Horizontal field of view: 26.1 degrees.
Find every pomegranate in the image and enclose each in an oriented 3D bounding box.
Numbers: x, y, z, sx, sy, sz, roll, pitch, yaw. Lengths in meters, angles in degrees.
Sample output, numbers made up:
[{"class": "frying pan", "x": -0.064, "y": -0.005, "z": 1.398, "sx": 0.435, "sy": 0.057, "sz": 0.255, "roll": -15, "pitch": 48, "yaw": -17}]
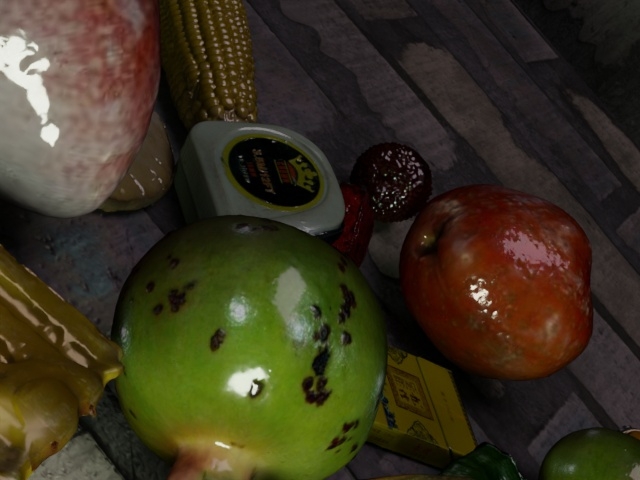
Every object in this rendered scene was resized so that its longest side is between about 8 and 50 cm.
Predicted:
[{"class": "pomegranate", "x": 0.351, "y": 0.333, "z": 1.769, "sx": 0.210, "sy": 0.179, "sz": 0.179, "roll": -20, "pitch": 69, "yaw": -49}, {"class": "pomegranate", "x": -0.066, "y": 0.130, "z": 1.294, "sx": 0.290, "sy": 0.291, "sz": 0.323, "roll": 36, "pitch": 28, "yaw": -22}]

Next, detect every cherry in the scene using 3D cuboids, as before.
[{"class": "cherry", "x": -0.319, "y": -0.197, "z": 1.353, "sx": 0.326, "sy": 0.335, "sz": 0.291, "roll": 4, "pitch": 27, "yaw": 11}]

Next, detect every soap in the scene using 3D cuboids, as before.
[{"class": "soap", "x": -0.323, "y": 0.085, "z": 1.116, "sx": 0.281, "sy": 0.143, "sz": 0.259, "roll": 45, "pitch": 22, "yaw": -6}]

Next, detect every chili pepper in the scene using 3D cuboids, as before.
[{"class": "chili pepper", "x": 0.163, "y": 0.318, "z": 1.573, "sx": 0.270, "sy": 0.099, "sz": 0.136, "roll": -6, "pitch": 87, "yaw": -58}]

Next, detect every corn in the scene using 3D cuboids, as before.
[{"class": "corn", "x": -0.155, "y": -0.253, "z": 1.857, "sx": 0.130, "sy": 0.130, "sz": 0.347, "roll": 25, "pitch": 37, "yaw": -37}]

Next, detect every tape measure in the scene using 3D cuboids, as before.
[{"class": "tape measure", "x": -0.065, "y": -0.027, "z": 1.675, "sx": 0.207, "sy": 0.115, "sz": 0.235, "roll": 4, "pitch": 46, "yaw": -29}]

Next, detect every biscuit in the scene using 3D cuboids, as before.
[{"class": "biscuit", "x": -0.230, "y": -0.110, "z": 1.643, "sx": 0.141, "sy": 0.038, "sz": 0.290, "roll": 36, "pitch": 28, "yaw": -23}]

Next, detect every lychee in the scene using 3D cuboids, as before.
[{"class": "lychee", "x": 0.106, "y": -0.081, "z": 2.027, "sx": 0.129, "sy": 0.123, "sz": 0.123, "roll": 59, "pitch": 9, "yaw": -50}]

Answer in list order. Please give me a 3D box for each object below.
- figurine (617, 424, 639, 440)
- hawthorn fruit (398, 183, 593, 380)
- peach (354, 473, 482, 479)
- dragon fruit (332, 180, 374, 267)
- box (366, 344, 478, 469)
[{"class": "figurine", "x": 0.495, "y": 0.365, "z": 2.041, "sx": 0.141, "sy": 0.166, "sz": 0.250, "roll": 23, "pitch": -25, "yaw": 43}, {"class": "hawthorn fruit", "x": 0.240, "y": 0.057, "z": 1.899, "sx": 0.284, "sy": 0.284, "sz": 0.284, "roll": 36, "pitch": 28, "yaw": -23}, {"class": "peach", "x": 0.105, "y": 0.303, "z": 1.411, "sx": 0.189, "sy": 0.279, "sz": 0.068, "roll": -66, "pitch": 153, "yaw": -66}, {"class": "dragon fruit", "x": -0.002, "y": -0.001, "z": 1.808, "sx": 0.127, "sy": 0.120, "sz": 0.161, "roll": 75, "pitch": 26, "yaw": -56}, {"class": "box", "x": 0.080, "y": 0.190, "z": 1.698, "sx": 0.279, "sy": 0.041, "sz": 0.153, "roll": 25, "pitch": 32, "yaw": -37}]
